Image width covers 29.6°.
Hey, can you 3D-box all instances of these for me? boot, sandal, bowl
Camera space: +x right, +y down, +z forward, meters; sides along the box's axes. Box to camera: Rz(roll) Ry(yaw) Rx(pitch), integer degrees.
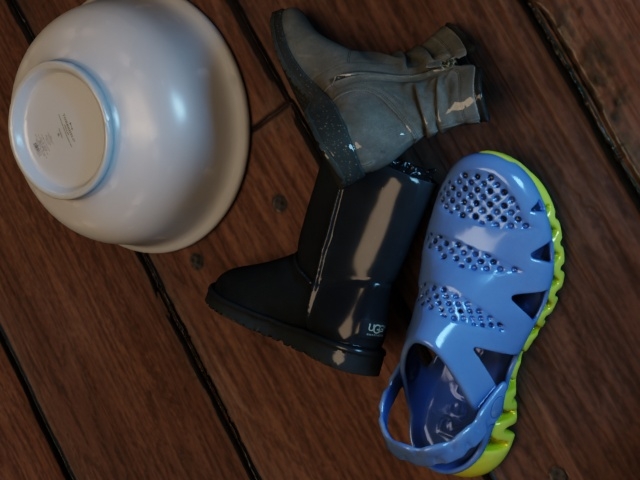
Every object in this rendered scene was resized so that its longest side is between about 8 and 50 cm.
[{"bbox_3d":[0.055,-0.154,1.105,0.161,0.083,0.246,-25,45,2],"label":"boot"},{"bbox_3d":[0.127,0.078,1.074,0.126,0.138,0.317,14,105,33],"label":"sandal"},{"bbox_3d":[-0.230,-0.122,1.275,0.298,0.134,0.297,7,102,32],"label":"bowl"},{"bbox_3d":[0.000,0.000,1.173,0.246,0.094,0.207,19,94,50],"label":"boot"}]
